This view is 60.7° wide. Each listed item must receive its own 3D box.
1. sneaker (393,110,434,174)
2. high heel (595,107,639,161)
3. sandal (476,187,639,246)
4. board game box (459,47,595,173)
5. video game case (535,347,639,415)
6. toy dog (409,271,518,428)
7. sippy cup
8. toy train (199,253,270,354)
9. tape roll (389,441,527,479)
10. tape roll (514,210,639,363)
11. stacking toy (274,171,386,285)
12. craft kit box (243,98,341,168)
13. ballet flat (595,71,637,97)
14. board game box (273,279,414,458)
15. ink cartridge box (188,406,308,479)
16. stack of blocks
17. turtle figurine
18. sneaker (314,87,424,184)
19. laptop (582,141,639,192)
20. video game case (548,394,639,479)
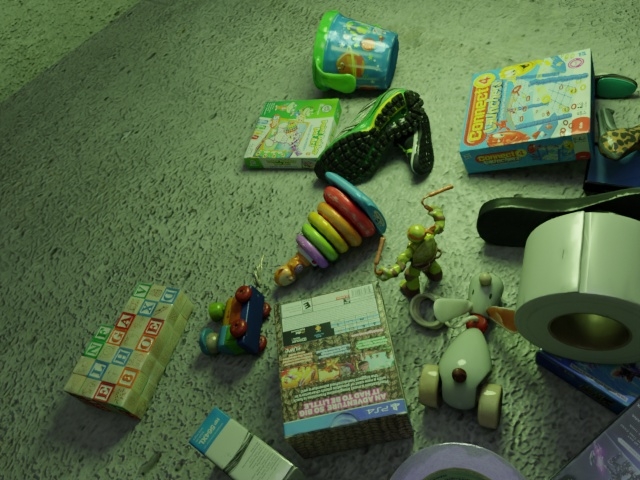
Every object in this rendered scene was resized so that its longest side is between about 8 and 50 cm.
[{"bbox_3d":[0.250,-0.263,1.502,0.097,0.084,0.235,-21,46,34],"label":"sneaker"},{"bbox_3d":[0.774,-0.221,1.265,0.261,0.093,0.186,12,47,9],"label":"high heel"},{"bbox_3d":[0.560,-0.014,1.161,0.445,0.168,0.107,-2,48,26],"label":"sandal"},{"bbox_3d":[0.532,-0.329,1.400,0.301,0.086,0.309,-4,52,31],"label":"board game box"},{"bbox_3d":[0.600,0.209,1.043,0.269,0.061,0.244,34,69,33],"label":"video game case"},{"bbox_3d":[0.291,0.193,1.081,0.219,0.161,0.334,-8,53,10],"label":"toy dog"},{"bbox_3d":[0.116,-0.563,1.670,0.223,0.240,0.306,13,83,12],"label":"sippy cup"},{"bbox_3d":[-0.203,0.154,1.304,0.143,0.105,0.248,-15,50,22],"label":"toy train"},{"bbox_3d":[0.238,0.493,0.921,0.274,0.090,0.275,-8,53,10],"label":"tape roll"},{"bbox_3d":[0.482,0.090,0.973,0.245,0.246,0.169,8,57,22],"label":"tape roll"},{"bbox_3d":[0.000,0.000,1.334,0.302,0.175,0.165,-45,51,-4],"label":"stacking toy"},{"bbox_3d":[-0.080,-0.320,1.642,0.246,0.061,0.250,4,56,16],"label":"craft kit box"},{"bbox_3d":[0.734,-0.422,1.467,0.203,0.074,0.074,0,54,19],"label":"ballet flat"},{"bbox_3d":[0.042,0.260,1.117,0.231,0.141,0.291,-13,52,7],"label":"board game box"},{"bbox_3d":[-0.131,0.426,1.041,0.203,0.148,0.086,26,64,31],"label":"ink cartridge box"},{"bbox_3d":[-0.447,0.251,1.302,0.171,0.087,0.297,7,57,21],"label":"stack of blocks"},{"bbox_3d":[0.225,0.021,1.191,0.087,0.217,0.269,29,66,32],"label":"turtle figurine"},{"bbox_3d":[0.125,-0.282,1.501,0.343,0.134,0.146,-38,25,6],"label":"sneaker"},{"bbox_3d":[0.728,-0.163,1.231,0.234,0.264,0.137,11,95,24],"label":"laptop"},{"bbox_3d":[0.549,0.388,0.900,0.274,0.026,0.196,-44,56,2],"label":"video game case"}]
